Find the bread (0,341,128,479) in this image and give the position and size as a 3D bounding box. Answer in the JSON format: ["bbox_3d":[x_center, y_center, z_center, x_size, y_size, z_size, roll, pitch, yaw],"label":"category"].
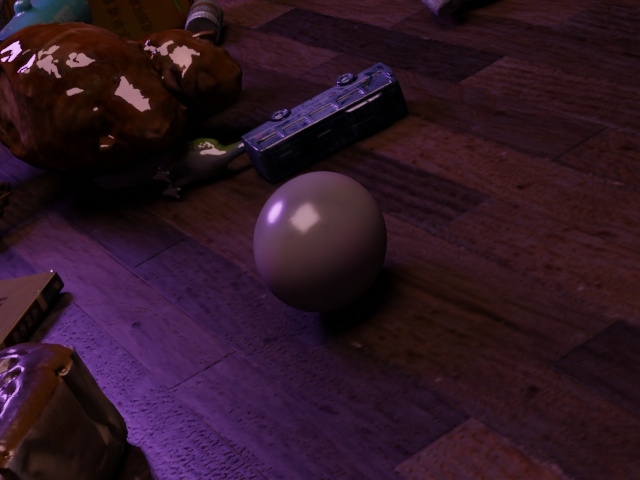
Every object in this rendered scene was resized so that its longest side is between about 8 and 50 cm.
[{"bbox_3d":[-0.251,0.160,1.020,0.192,0.109,0.210,-13,26,24],"label":"bread"}]

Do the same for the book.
[{"bbox_3d":[-0.343,0.107,1.311,0.161,0.026,0.231,-10,27,24],"label":"book"}]

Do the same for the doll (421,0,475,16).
[{"bbox_3d":[0.184,-0.318,1.681,0.214,0.071,0.103,-48,21,-28],"label":"doll"}]

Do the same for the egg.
[{"bbox_3d":[0.000,0.000,1.139,0.103,0.103,0.135,-17,23,13],"label":"egg"}]

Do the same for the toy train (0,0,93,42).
[{"bbox_3d":[-0.339,-0.233,1.856,0.101,0.159,0.248,-19,25,21],"label":"toy train"}]

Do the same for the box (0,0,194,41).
[{"bbox_3d":[-0.337,-0.326,1.995,0.301,0.192,0.084,-21,24,5],"label":"box"}]

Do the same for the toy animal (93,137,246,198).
[{"bbox_3d":[-0.159,-0.068,1.499,0.217,0.041,0.075,-14,24,28],"label":"toy animal"}]

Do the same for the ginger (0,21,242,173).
[{"bbox_3d":[-0.228,-0.157,1.592,0.274,0.152,0.357,1,11,-9],"label":"ginger"}]

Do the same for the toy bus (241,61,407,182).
[{"bbox_3d":[0.006,-0.115,1.444,0.166,0.047,0.065,-29,29,-10],"label":"toy bus"}]

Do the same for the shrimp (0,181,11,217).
[{"bbox_3d":[-0.436,0.011,1.561,0.251,0.052,0.143,-32,23,-18],"label":"shrimp"}]

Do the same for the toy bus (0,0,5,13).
[{"bbox_3d":[-0.464,-0.184,1.679,0.153,0.143,0.329,148,137,-65],"label":"toy bus"}]

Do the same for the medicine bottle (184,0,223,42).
[{"bbox_3d":[-0.152,-0.284,1.927,0.047,0.047,0.083,-19,23,8],"label":"medicine bottle"}]
